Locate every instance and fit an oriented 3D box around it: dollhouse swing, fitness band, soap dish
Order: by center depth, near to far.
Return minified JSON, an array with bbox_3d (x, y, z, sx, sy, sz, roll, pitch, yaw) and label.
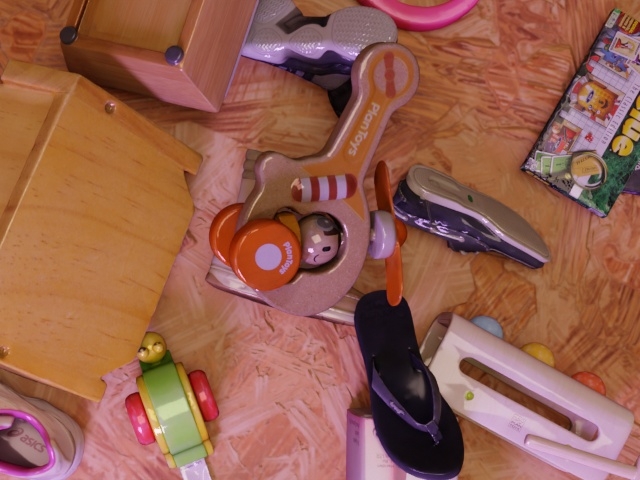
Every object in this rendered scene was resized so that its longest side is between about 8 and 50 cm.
[{"bbox_3d":[-0.193,-0.327,1.524,0.229,0.118,0.290,16,85,23],"label":"soap dish"},{"bbox_3d":[-0.400,-0.021,1.530,0.315,0.305,0.346,33,71,-43],"label":"dollhouse swing"},{"bbox_3d":[0.104,-0.419,1.637,0.291,0.054,0.209,42,83,-1],"label":"fitness band"}]

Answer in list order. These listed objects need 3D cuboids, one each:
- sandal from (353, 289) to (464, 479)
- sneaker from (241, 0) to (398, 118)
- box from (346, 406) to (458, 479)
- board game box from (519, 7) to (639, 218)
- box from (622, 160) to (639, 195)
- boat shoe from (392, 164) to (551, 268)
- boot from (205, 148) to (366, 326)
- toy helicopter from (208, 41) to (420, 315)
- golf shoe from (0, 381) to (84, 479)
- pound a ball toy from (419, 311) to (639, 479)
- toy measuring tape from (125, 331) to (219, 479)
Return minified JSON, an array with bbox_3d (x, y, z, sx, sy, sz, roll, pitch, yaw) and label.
[{"bbox_3d":[0.100,0.174,1.464,0.097,0.054,0.254,-16,66,-13],"label":"sandal"},{"bbox_3d":[-0.011,-0.233,1.586,0.269,0.153,0.101,10,57,28],"label":"sneaker"},{"bbox_3d":[0.101,0.335,1.540,0.127,0.148,0.232,1,86,-6],"label":"box"},{"bbox_3d":[0.395,-0.175,1.641,0.136,0.030,0.259,30,84,-3],"label":"board game box"},{"bbox_3d":[0.435,-0.146,1.670,0.116,0.029,0.162,9,86,-6],"label":"box"},{"bbox_3d":[0.204,-0.020,1.623,0.233,0.084,0.079,26,122,-11],"label":"boat shoe"},{"bbox_3d":[0.000,0.000,1.580,0.262,0.095,0.203,16,83,-3],"label":"boot"},{"bbox_3d":[0.035,-0.071,1.469,0.235,0.140,0.355,25,93,-21],"label":"toy helicopter"},{"bbox_3d":[-0.439,0.208,1.490,0.306,0.140,0.115,25,85,-3],"label":"golf shoe"},{"bbox_3d":[0.289,0.206,1.541,0.319,0.208,0.135,28,84,-4],"label":"pound a ball toy"},{"bbox_3d":[-0.168,0.272,1.530,0.121,0.121,0.330,-20,89,-8],"label":"toy measuring tape"}]
